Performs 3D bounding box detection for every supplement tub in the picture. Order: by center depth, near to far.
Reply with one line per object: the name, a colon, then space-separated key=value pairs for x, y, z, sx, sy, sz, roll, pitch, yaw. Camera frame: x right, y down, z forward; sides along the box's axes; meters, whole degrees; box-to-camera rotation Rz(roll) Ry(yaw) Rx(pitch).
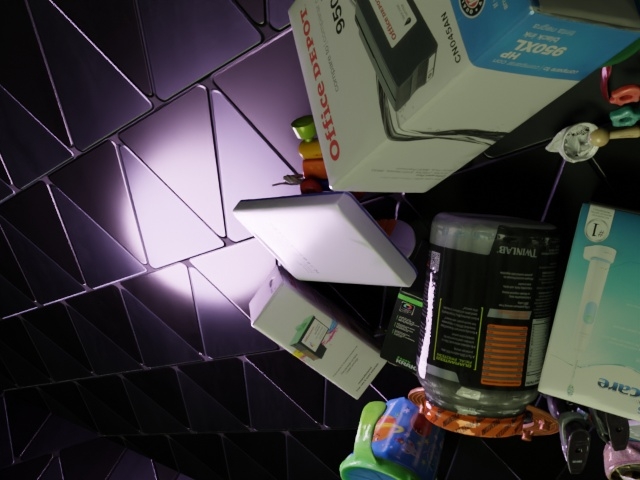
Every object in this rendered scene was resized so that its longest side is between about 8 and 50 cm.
supplement tub: x=0.266 y=0.130 z=1.319 sx=0.207 sy=0.207 sz=0.338 roll=9 pitch=97 yaw=27

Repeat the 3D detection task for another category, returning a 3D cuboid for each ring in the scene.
ring: x=0.357 y=0.386 z=1.793 sx=0.336 sy=0.032 sz=0.336 roll=13 pitch=159 yaw=5

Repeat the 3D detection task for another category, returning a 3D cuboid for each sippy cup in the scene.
sippy cup: x=0.197 y=0.519 z=1.998 sx=0.240 sy=0.224 sz=0.305 roll=24 pitch=145 yaw=11

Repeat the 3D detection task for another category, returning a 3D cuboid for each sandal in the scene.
sandal: x=0.085 y=0.016 z=1.554 sx=0.265 sy=0.102 sz=0.076 roll=4 pitch=141 yaw=45

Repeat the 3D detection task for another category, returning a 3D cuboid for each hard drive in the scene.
hard drive: x=0.000 y=0.000 z=1.458 sx=0.210 sy=0.040 sz=0.319 roll=47 pitch=154 yaw=-27

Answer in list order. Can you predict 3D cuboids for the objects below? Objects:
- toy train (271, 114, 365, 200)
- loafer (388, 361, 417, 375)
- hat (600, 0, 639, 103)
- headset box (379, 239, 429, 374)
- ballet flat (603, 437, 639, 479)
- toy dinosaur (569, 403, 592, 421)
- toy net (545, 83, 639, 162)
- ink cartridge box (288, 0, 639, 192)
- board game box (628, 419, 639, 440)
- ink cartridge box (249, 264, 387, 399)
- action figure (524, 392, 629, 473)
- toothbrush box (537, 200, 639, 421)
toy train: x=-0.015 y=-0.152 z=1.407 sx=0.248 sy=0.105 sz=0.143 roll=1 pitch=127 yaw=36
loafer: x=0.246 y=0.271 z=1.762 sx=0.251 sy=0.087 sz=0.094 roll=10 pitch=141 yaw=26
hat: x=0.332 y=-0.294 z=1.028 sx=0.173 sy=0.183 sz=0.208 roll=18 pitch=104 yaw=9
headset box: x=0.266 y=0.156 z=1.561 sx=0.246 sy=0.131 sz=0.283 roll=23 pitch=145 yaw=9
ballet flat: x=0.729 y=0.471 z=1.647 sx=0.316 sy=0.106 sz=0.107 roll=-8 pitch=131 yaw=42
toy dinosaur: x=0.550 y=0.350 z=1.703 sx=0.090 sy=0.047 sz=0.082 roll=1 pitch=140 yaw=-16
toy net: x=0.400 y=-0.151 z=1.103 sx=0.122 sy=0.045 sz=0.232 roll=18 pitch=154 yaw=-37
ink cartridge box: x=0.138 y=-0.261 z=0.955 sx=0.166 sy=0.285 sz=0.395 roll=-1 pitch=159 yaw=-30
board game box: x=0.743 y=0.336 z=1.355 sx=0.390 sy=0.050 sz=0.390 roll=18 pitch=162 yaw=-7
ink cartridge box: x=-0.011 y=0.190 z=1.743 sx=0.278 sy=0.117 sz=0.201 roll=37 pitch=-177 yaw=-10
action figure: x=0.417 y=0.272 z=1.387 sx=0.185 sy=0.285 sz=0.099 roll=-15 pitch=106 yaw=2
toothbrush box: x=0.468 y=0.106 z=1.208 sx=0.216 sy=0.126 sz=0.295 roll=13 pitch=98 yaw=22
